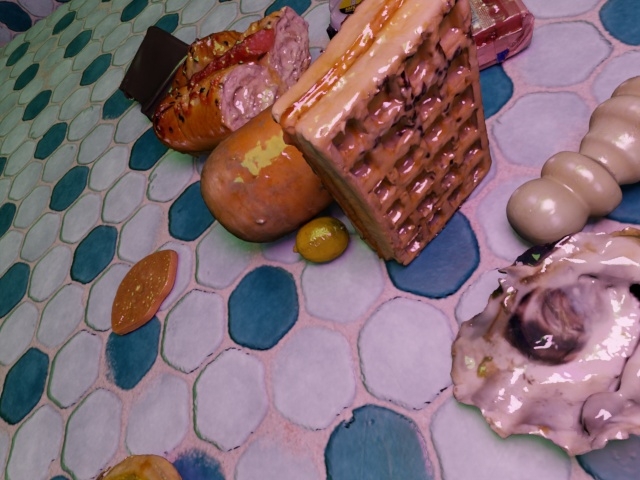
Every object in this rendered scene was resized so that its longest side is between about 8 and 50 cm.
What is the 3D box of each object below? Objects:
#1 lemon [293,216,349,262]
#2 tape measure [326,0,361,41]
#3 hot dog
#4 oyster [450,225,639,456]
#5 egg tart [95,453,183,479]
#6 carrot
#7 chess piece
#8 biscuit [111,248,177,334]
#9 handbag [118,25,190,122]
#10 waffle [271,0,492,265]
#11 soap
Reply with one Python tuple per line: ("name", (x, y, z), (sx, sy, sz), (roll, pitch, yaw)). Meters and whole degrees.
("lemon", (0.000, 0.000, 0.751), (0.111, 0.082, 0.081), (-22, 57, 18))
("tape measure", (0.108, -0.526, 0.968), (0.196, 0.105, 0.178), (-2, 57, 25))
("hot dog", (-0.242, -0.368, 0.984), (0.366, 0.196, 0.366), (-3, 57, 41))
("oyster", (0.332, 0.110, 0.510), (0.351, 0.114, 0.238), (-44, 45, -6))
("egg tart", (-0.282, 0.481, 0.634), (0.279, 0.095, 0.278), (-14, 61, 26))
("carrot", (-0.053, -0.148, 0.760), (0.341, 0.224, 0.224), (-38, 54, 13))
("chess piece", (0.385, -0.092, 0.581), (0.251, 0.144, 0.144), (-42, 53, 9))
("biscuit", (-0.404, 0.113, 0.927), (0.142, 0.029, 0.220), (21, 76, 32))
("handbag", (-0.491, -0.507, 1.252), (0.285, 0.113, 0.257), (41, 93, 29))
("waffle", (0.114, -0.135, 0.583), (0.261, 0.376, 0.114), (-49, 54, -1))
("soap", (0.300, -0.469, 0.836), (0.218, 0.098, 0.273), (-19, 57, 17))
